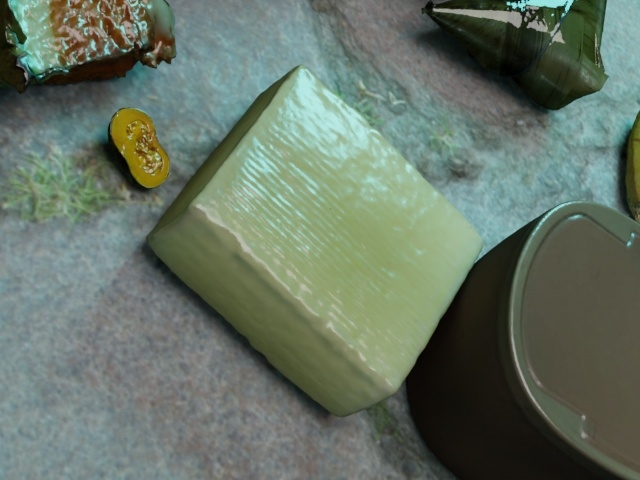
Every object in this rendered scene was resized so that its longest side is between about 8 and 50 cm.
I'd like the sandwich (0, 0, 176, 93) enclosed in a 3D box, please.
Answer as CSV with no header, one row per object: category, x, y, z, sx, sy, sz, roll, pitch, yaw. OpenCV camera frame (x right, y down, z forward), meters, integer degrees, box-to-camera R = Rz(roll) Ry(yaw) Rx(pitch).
sandwich,-0.242,-0.251,1.464,0.212,0.109,0.292,2,71,-41

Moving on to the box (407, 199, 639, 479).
box,0.241,0.133,1.549,0.301,0.216,0.301,15,63,-31

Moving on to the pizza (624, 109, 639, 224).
pizza,0.457,-0.069,1.876,0.194,0.069,0.154,24,57,-22

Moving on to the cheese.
cheese,0.000,0.000,1.502,0.265,0.124,0.242,44,56,-12

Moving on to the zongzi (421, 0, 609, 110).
zongzi,0.230,-0.293,1.797,0.242,0.112,0.221,26,59,-22

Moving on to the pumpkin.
pumpkin,-0.179,-0.087,1.478,0.050,0.028,0.083,-30,97,-37
